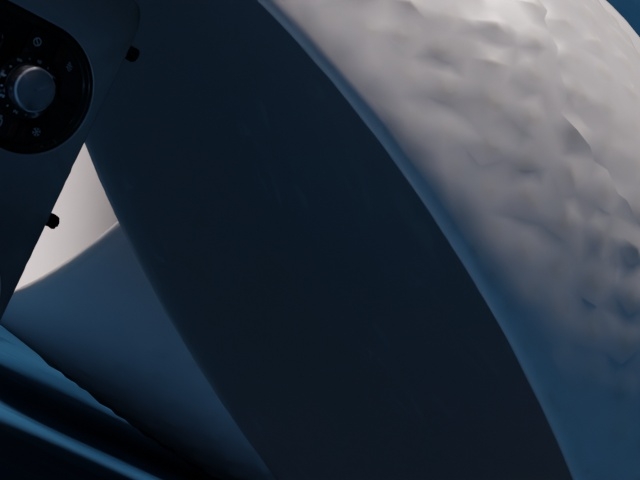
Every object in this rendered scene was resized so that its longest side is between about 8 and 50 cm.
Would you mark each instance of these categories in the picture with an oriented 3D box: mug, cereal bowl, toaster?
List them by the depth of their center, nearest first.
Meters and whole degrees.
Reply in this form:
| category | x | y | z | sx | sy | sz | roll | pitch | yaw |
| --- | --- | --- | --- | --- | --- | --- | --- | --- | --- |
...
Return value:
| category | x | y | z | sx | sy | sz | roll | pitch | yaw |
| --- | --- | --- | --- | --- | --- | --- | --- | --- | --- |
| toaster | -0.170 | -0.043 | 0.669 | 0.110 | 0.168 | 0.186 | 28 | -4 | -34 |
| cereal bowl | 0.044 | -0.006 | 0.692 | 0.339 | 0.141 | 0.339 | 48 | -22 | 27 |
| mug | 0.000 | 0.000 | 1.084 | 0.328 | 0.276 | 0.374 | 41 | 9 | -25 |
